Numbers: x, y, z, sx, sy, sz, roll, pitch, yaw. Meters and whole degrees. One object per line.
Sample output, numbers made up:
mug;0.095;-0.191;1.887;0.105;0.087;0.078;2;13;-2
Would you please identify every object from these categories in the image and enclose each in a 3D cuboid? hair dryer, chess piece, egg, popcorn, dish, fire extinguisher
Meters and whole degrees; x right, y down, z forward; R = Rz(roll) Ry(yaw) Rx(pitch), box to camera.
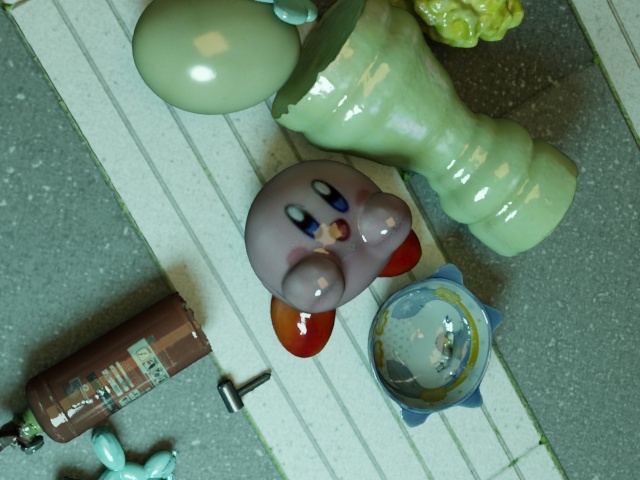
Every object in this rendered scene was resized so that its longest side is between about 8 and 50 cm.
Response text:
hair dryer;-0.110;0.219;1.523;0.083;0.026;0.047;-28;100;-18
chess piece;0.164;-0.157;1.504;0.442;0.234;0.234;34;82;-20
egg;-0.142;-0.269;1.415;0.241;0.186;0.186;-10;95;-30
popcorn;0.194;-0.395;1.515;0.235;0.217;0.181;17;113;-23
dish;0.165;0.164;1.572;0.228;0.086;0.236;40;80;-15
fire extinguisher;-0.311;0.200;1.397;0.337;0.147;0.106;-33;99;-14

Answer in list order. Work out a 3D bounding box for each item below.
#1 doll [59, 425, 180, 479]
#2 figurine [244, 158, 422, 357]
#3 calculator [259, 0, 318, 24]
doll;-0.281;0.344;1.457;0.158;0.059;0.159;43;78;-12
figurine;-0.003;-0.001;1.465;0.269;0.261;0.211;-42;75;-10
calculator;-0.102;-0.402;1.409;0.184;0.042;0.295;-14;56;-48
